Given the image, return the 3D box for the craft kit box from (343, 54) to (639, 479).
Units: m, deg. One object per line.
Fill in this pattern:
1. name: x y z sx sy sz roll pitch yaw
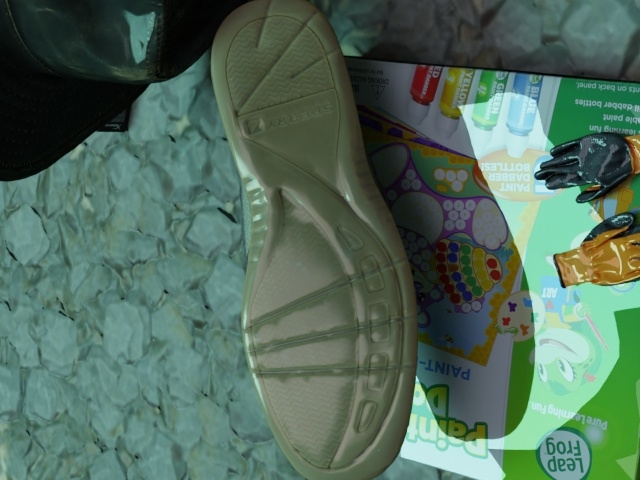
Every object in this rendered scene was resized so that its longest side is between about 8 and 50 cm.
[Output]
1. craft kit box: 0.097 0.018 0.763 0.250 0.061 0.246 10 102 35

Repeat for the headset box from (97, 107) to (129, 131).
1. headset box: -0.174 -0.130 0.962 0.062 0.032 0.083 22 107 33

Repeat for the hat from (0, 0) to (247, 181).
1. hat: -0.112 -0.181 0.752 0.134 0.331 0.331 19 105 25

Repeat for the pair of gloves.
1. pair of gloves: 0.155 -0.017 0.679 0.074 0.010 0.083 -14 85 35

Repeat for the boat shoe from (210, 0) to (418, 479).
1. boat shoe: 0.000 0.000 0.743 0.103 0.092 0.285 -15 81 8
